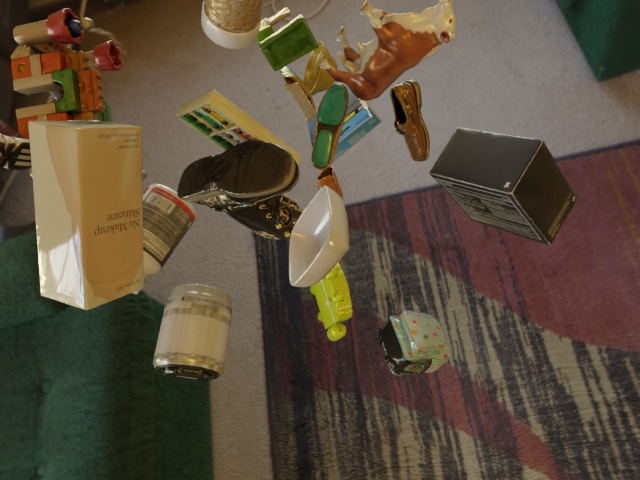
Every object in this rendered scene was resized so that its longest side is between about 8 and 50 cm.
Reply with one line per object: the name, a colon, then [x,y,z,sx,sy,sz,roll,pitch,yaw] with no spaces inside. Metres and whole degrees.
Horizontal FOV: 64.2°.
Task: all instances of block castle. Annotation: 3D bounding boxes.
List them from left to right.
block castle: [-0.644,-0.365,1.412,0.212,0.303,0.454,-8,88,7]

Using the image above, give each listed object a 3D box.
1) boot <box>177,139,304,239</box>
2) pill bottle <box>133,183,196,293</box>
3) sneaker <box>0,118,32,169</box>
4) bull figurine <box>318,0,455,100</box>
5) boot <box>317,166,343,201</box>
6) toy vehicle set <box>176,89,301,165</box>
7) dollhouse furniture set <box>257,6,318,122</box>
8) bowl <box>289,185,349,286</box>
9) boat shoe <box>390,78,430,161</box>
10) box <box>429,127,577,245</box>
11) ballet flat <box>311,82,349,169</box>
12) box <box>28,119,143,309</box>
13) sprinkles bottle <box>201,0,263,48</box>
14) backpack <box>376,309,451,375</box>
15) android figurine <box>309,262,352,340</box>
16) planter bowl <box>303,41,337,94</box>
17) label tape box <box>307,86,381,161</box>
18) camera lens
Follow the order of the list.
boot: [-0.139,-0.108,1.264,0.377,0.284,0.138,-6,65,38]
pill bottle: [-0.626,-0.006,1.834,0.210,0.210,0.363,19,65,22]
sneaker: [-0.791,-0.236,1.135,0.162,0.281,0.106,39,100,13]
bull figurine: [0.138,-0.413,1.085,0.188,0.310,0.101,32,56,-16]
boot: [0.016,-0.124,1.596,0.072,0.153,0.197,0,39,19]
toy vehicle set: [-0.194,-0.249,1.222,0.165,0.266,0.035,0,63,52]
dollhouse furniture set: [-0.062,-0.552,1.601,0.151,0.302,0.198,-29,40,9]
bowl: [0.000,0.000,0.843,0.142,0.053,0.142,-51,28,37]
boat shoe: [0.321,-0.431,1.891,0.104,0.308,0.110,-24,19,-24]
box: [0.535,-0.164,1.494,0.296,0.294,0.183,27,84,50]
ballet flat: [0.024,-0.307,1.383,0.080,0.073,0.233,20,103,11]
box: [-0.409,-0.051,0.911,0.121,0.148,0.312,12,108,23]
sprinkles bottle: [-0.141,-0.510,0.916,0.121,0.355,0.121,6,67,-15]
backpack: [0.280,0.290,1.456,0.144,0.188,0.166,-53,38,30]
android figurine: [0.022,0.146,1.389,0.056,0.273,0.249,-13,77,-14]
planter bowl: [0.009,-0.664,2.024,0.090,0.217,0.217,12,65,-20]
label tape box: [0.088,-0.411,1.869,0.249,0.115,0.348,-38,32,18]
camera lens: [-0.403,0.302,1.636,0.219,0.219,0.275,-3,62,14]
